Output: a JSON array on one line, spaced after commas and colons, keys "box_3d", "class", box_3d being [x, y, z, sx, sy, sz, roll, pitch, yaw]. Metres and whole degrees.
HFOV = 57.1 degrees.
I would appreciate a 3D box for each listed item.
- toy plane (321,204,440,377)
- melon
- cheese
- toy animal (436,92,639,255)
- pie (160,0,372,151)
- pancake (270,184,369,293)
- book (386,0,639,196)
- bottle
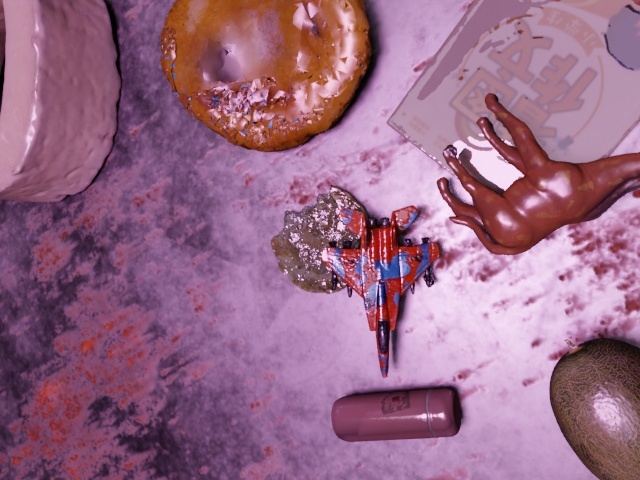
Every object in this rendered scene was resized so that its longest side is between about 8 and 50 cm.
[{"box_3d": [0.067, 0.057, 0.653, 0.130, 0.061, 0.189, -3, 104, 3], "class": "toy plane"}, {"box_3d": [0.280, 0.161, 0.544, 0.114, 0.114, 0.167, -37, 79, 20], "class": "melon"}, {"box_3d": [-0.435, -0.219, 0.799, 0.292, 0.153, 0.333, 17, 98, 20], "class": "cheese"}, {"box_3d": [0.244, -0.065, 0.551, 0.229, 0.066, 0.224, 42, 107, 24], "class": "toy animal"}, {"box_3d": [-0.067, -0.229, 0.691, 0.273, 0.069, 0.274, 1, 93, 24], "class": "pie"}, {"box_3d": [0.003, 0.005, 0.700, 0.129, 0.022, 0.116, -29, 85, 21], "class": "pancake"}, {"box_3d": [0.233, -0.180, 0.597, 0.208, 0.020, 0.295, 41, 107, 15], "class": "book"}, {"box_3d": [0.084, 0.196, 0.660, 0.140, 0.053, 0.053, -10, 89, 22], "class": "bottle"}]
